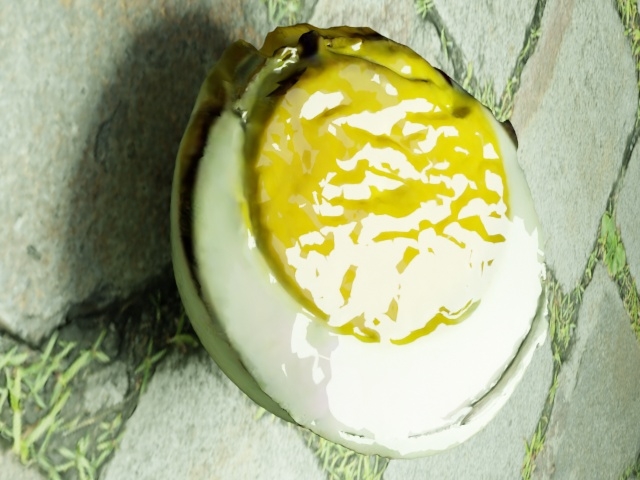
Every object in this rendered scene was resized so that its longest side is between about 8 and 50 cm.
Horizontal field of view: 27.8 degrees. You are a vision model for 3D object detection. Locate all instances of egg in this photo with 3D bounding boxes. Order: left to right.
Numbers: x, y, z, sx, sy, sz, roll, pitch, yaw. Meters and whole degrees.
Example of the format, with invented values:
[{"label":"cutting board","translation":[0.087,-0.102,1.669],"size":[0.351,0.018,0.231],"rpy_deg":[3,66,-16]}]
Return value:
[{"label":"egg","translation":[-0.001,0.005,0.868],"size":[0.286,0.174,0.264],"rpy_deg":[31,67,-30]}]
